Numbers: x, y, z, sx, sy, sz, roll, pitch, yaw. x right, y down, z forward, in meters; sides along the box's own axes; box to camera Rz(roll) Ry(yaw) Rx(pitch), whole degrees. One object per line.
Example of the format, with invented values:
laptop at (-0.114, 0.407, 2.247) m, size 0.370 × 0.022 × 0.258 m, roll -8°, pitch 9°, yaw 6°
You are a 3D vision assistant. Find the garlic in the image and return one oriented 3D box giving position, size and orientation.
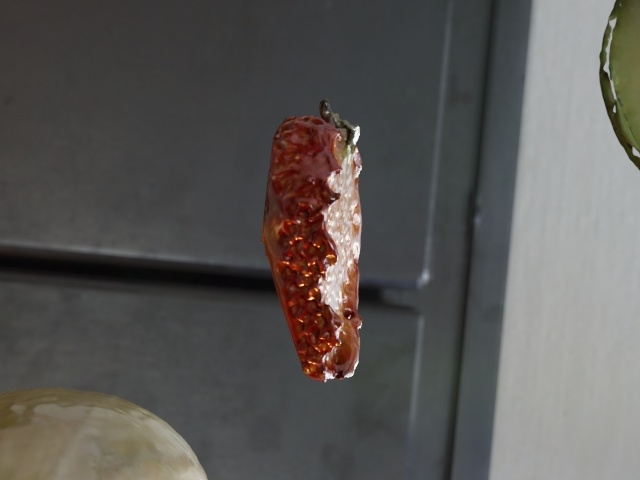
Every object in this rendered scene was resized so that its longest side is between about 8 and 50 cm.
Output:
garlic at (-0.136, 0.153, 0.767) m, size 0.145 × 0.164 × 0.245 m, roll 16°, pitch 161°, yaw 4°

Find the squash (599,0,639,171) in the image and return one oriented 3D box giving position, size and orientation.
squash at (0.403, -0.153, 1.369) m, size 0.263 × 0.263 × 0.384 m, roll 5°, pitch -176°, yaw 19°

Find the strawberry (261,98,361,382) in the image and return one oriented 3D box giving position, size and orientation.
strawberry at (-0.003, 0.000, 0.821) m, size 0.048 × 0.152 × 0.104 m, roll 3°, pitch 173°, yaw 14°
